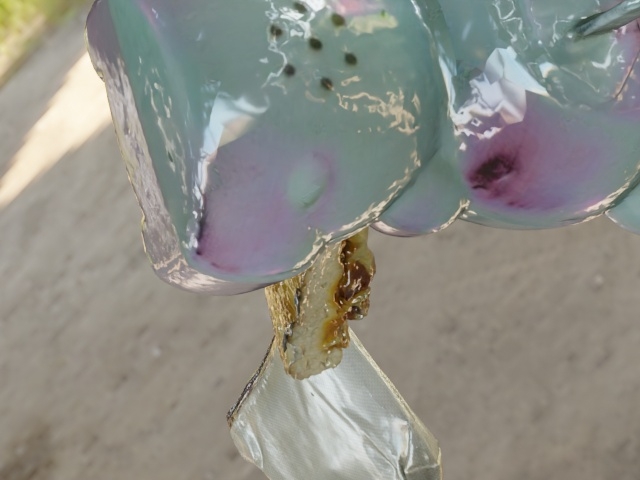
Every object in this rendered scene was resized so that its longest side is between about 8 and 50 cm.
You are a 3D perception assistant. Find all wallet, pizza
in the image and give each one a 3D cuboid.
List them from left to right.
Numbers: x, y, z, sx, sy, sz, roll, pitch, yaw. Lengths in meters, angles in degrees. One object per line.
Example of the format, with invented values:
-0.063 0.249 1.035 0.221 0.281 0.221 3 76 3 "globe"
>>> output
0.002 0.001 1.361 0.194 0.069 0.154 128 134 -67 "pizza"
0.016 0.199 2.065 0.068 0.275 0.335 -27 -21 -32 "wallet"

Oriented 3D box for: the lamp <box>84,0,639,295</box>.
0.055 -0.101 0.978 0.301 0.247 0.247 -15 -9 -20 "lamp"
